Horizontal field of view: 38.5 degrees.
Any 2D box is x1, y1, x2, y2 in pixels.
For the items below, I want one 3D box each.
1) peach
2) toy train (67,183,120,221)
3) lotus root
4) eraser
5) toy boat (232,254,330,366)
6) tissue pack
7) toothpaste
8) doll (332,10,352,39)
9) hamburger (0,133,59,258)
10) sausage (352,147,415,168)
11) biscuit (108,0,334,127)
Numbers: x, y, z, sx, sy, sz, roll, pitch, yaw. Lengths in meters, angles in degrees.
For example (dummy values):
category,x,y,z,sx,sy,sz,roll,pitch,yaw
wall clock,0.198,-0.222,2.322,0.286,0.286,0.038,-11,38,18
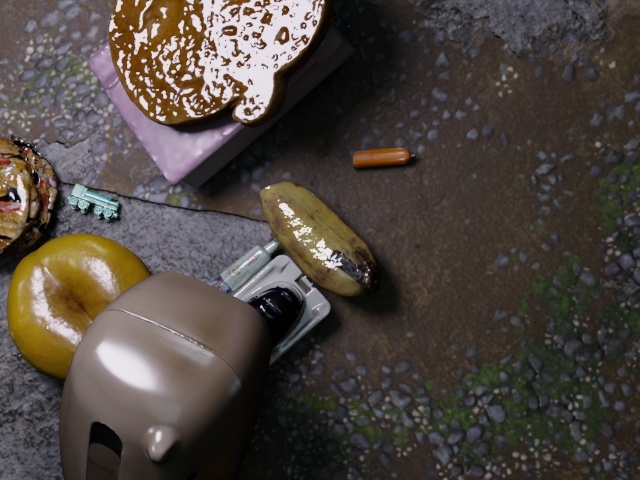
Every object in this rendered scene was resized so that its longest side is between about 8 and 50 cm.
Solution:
category,x,y,z,sx,sy,sz,roll,pitch,yaw
peach,-0.390,0.108,1.503,0.251,0.153,0.251,0,88,-5
toy train,-0.388,-0.064,1.575,0.092,0.029,0.045,19,71,0
lotus root,0.000,0.000,1.519,0.110,0.097,0.258,-33,73,-35
eraser,-0.164,-0.298,1.492,0.359,0.122,0.272,-38,78,13
toy boat,-0.115,0.153,1.496,0.269,0.141,0.141,-42,85,-13
tissue pack,-0.239,0.264,1.347,0.267,0.277,0.387,26,129,12
toothpaste,-0.161,0.078,1.550,0.233,0.038,0.060,-40,81,2
doll,-0.017,-0.343,1.553,0.152,0.085,0.114,-16,64,12
hamburger,-0.562,-0.076,1.548,0.231,0.107,0.231,0,88,10
sausage,0.108,-0.141,1.556,0.107,0.031,0.031,-5,85,3
biscuit,-0.144,-0.320,1.396,0.367,0.063,0.314,-29,84,14
